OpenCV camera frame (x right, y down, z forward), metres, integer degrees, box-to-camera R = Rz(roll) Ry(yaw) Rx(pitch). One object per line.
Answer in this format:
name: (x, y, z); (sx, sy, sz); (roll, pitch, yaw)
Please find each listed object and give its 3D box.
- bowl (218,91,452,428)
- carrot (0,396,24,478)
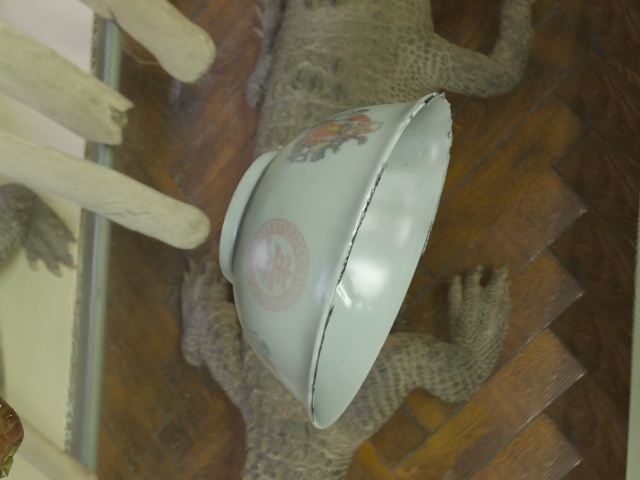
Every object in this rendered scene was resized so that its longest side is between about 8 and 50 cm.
bowl: (0.000, 0.000, 0.821); (0.157, 0.345, 0.345); (20, 96, 17)
carrot: (-0.261, 0.084, 0.479); (0.186, 0.060, 0.060); (30, 102, -1)
